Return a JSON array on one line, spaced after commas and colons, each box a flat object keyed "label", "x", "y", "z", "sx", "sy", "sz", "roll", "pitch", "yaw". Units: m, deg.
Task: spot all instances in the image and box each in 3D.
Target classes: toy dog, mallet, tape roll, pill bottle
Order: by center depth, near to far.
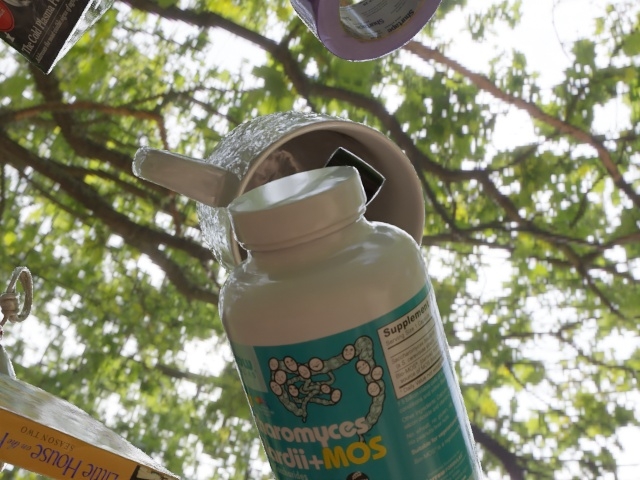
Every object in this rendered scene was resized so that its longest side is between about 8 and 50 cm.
[{"label": "pill bottle", "x": 0.017, "y": 0.087, "z": 0.671, "sx": 0.146, "sy": 0.146, "sz": 0.264, "roll": -12, "pitch": -75, "yaw": 20}, {"label": "mallet", "x": 0.000, "y": 0.000, "z": 0.982, "sx": 0.062, "sy": 0.039, "sz": 0.189, "roll": 27, "pitch": -93, "yaw": -2}, {"label": "tape roll", "x": 0.059, "y": -0.320, "z": 1.180, "sx": 0.189, "sy": 0.080, "sz": 0.189, "roll": -23, "pitch": -37, "yaw": -19}, {"label": "toy dog", "x": -0.553, "y": 0.198, "z": 1.482, "sx": 0.161, "sy": 0.220, "sz": 0.333, "roll": -3, "pitch": -90, "yaw": 6}]

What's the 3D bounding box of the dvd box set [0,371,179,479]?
[{"label": "dvd box set", "x": -0.410, "y": 0.211, "z": 1.209, "sx": 0.308, "sy": 0.062, "sz": 0.420, "roll": 20, "pitch": -13, "yaw": 42}]

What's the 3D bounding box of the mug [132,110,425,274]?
[{"label": "mug", "x": -0.086, "y": -0.065, "z": 1.380, "sx": 0.374, "sy": 0.328, "sz": 0.276, "roll": 15, "pitch": -84, "yaw": -24}]

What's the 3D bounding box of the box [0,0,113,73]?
[{"label": "box", "x": -0.390, "y": -0.444, "z": 1.253, "sx": 0.312, "sy": 0.179, "sz": 0.343, "roll": 39, "pitch": -35, "yaw": -12}]
